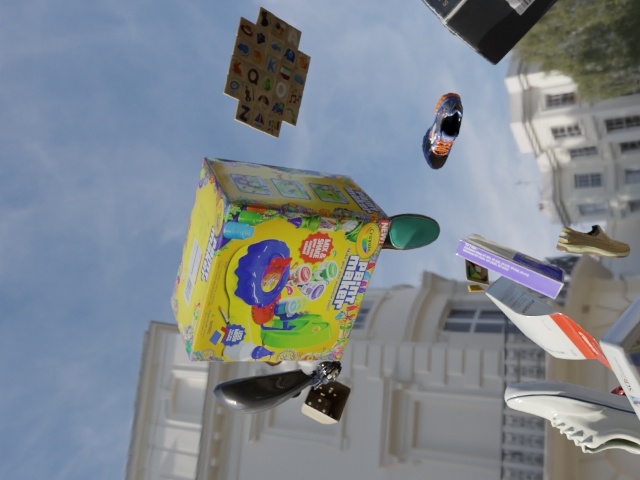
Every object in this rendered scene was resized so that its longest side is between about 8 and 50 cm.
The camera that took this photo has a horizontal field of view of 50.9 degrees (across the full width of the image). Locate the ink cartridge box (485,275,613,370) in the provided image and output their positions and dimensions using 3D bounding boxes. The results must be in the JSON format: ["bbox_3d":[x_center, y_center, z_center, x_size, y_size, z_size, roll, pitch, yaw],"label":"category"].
[{"bbox_3d":[0.714,0.290,2.041,0.091,0.385,0.308,-47,-53,1],"label":"ink cartridge box"}]

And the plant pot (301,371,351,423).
[{"bbox_3d":[0.005,0.448,1.867,0.109,0.096,0.109,29,-129,-4],"label":"plant pot"}]

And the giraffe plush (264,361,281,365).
[{"bbox_3d":[-0.088,0.186,1.407,0.171,0.210,0.181,-37,-43,2],"label":"giraffe plush"}]

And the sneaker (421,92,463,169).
[{"bbox_3d":[0.334,-0.288,1.831,0.087,0.083,0.221,-99,13,-53],"label":"sneaker"}]

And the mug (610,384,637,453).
[{"bbox_3d":[0.811,0.434,1.726,0.169,0.113,0.150,-52,-50,-61],"label":"mug"}]

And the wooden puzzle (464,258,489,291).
[{"bbox_3d":[0.387,0.075,1.656,0.079,0.014,0.116,10,-121,-25],"label":"wooden puzzle"}]

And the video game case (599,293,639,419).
[{"bbox_3d":[0.509,0.124,0.835,0.329,0.036,0.299,-42,-68,-17],"label":"video game case"}]

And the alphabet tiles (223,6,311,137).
[{"bbox_3d":[-0.152,-0.491,1.984,0.285,0.011,0.342,17,-97,-44],"label":"alphabet tiles"}]

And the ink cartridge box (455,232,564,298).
[{"bbox_3d":[0.371,0.047,1.314,0.045,0.206,0.208,-68,-17,11],"label":"ink cartridge box"}]

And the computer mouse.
[{"bbox_3d":[-0.091,0.324,1.443,0.273,0.188,0.072,-7,-108,-15],"label":"computer mouse"}]

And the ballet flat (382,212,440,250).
[{"bbox_3d":[0.177,-0.022,1.900,0.316,0.106,0.107,-6,-80,-12],"label":"ballet flat"}]

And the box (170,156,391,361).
[{"bbox_3d":[-0.077,0.038,1.140,0.279,0.177,0.289,4,-62,-26],"label":"box"}]

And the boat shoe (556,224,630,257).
[{"bbox_3d":[0.652,-0.002,1.587,0.190,0.068,0.072,4,-80,-18],"label":"boat shoe"}]

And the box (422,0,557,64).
[{"bbox_3d":[0.467,-0.845,1.873,0.298,0.480,0.471,18,-146,-46],"label":"box"}]

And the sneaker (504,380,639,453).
[{"bbox_3d":[0.426,0.291,1.087,0.094,0.258,0.091,58,-136,-51],"label":"sneaker"}]
